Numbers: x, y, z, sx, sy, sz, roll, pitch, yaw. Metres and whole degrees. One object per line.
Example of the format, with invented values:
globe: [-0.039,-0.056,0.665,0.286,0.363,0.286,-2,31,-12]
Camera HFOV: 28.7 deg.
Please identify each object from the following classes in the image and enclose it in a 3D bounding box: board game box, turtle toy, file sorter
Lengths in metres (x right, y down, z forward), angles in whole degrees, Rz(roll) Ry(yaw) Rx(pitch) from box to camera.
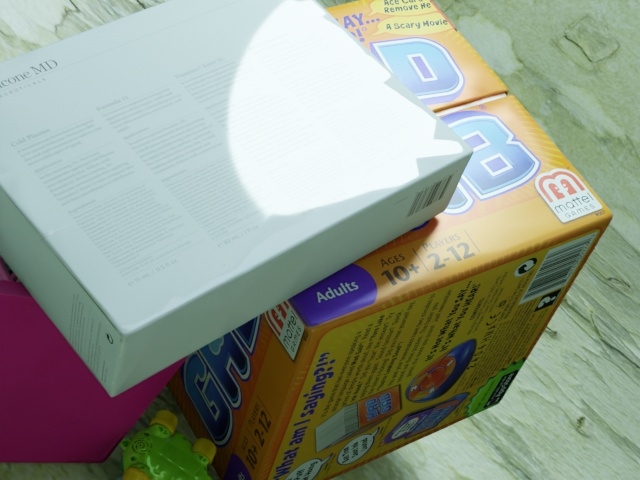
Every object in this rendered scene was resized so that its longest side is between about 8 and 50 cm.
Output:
board game box: [0.014,0.007,1.341,0.356,0.356,0.356,-19,59,-28]
turtle toy: [-0.146,0.236,1.228,0.130,0.066,0.095,39,47,-14]
file sorter: [-0.291,0.067,1.134,0.290,0.202,0.182,12,35,-48]

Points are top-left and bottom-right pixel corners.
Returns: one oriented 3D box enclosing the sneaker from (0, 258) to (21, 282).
sneaker: [-0.393,-0.014,1.203,0.275,0.110,0.107,-2,49,-42]

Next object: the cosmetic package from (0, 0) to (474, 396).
cosmetic package: [-0.101,-0.073,1.074,0.377,0.097,0.284,-28,65,-32]
